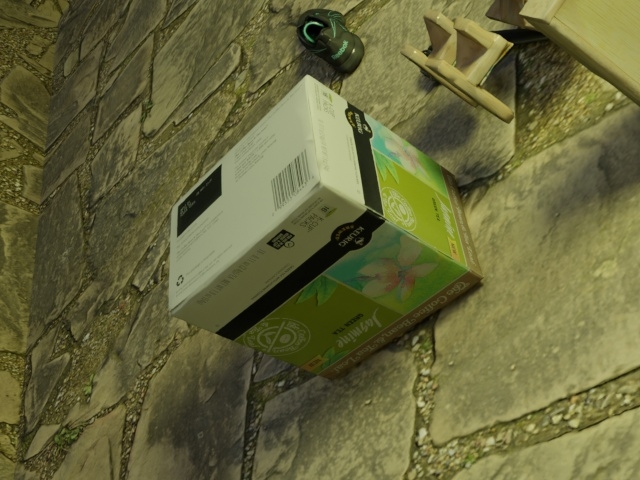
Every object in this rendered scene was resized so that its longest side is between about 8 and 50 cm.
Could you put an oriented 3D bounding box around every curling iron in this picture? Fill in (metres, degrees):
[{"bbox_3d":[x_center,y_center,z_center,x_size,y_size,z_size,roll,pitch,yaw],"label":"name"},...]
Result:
[{"bbox_3d":[0.267,-0.309,1.315,0.274,0.035,0.068,-3,87,46],"label":"curling iron"}]

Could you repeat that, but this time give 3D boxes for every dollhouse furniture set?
[{"bbox_3d":[0.352,-0.306,1.077,0.362,0.256,0.394,-55,19,11],"label":"dollhouse furniture set"}]

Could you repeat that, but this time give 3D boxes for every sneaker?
[{"bbox_3d":[0.001,-0.437,1.678,0.101,0.106,0.267,-56,34,13],"label":"sneaker"}]

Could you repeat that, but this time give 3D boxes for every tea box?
[{"bbox_3d":[0.000,0.000,1.199,0.329,0.323,0.220,-39,40,31],"label":"tea box"}]
